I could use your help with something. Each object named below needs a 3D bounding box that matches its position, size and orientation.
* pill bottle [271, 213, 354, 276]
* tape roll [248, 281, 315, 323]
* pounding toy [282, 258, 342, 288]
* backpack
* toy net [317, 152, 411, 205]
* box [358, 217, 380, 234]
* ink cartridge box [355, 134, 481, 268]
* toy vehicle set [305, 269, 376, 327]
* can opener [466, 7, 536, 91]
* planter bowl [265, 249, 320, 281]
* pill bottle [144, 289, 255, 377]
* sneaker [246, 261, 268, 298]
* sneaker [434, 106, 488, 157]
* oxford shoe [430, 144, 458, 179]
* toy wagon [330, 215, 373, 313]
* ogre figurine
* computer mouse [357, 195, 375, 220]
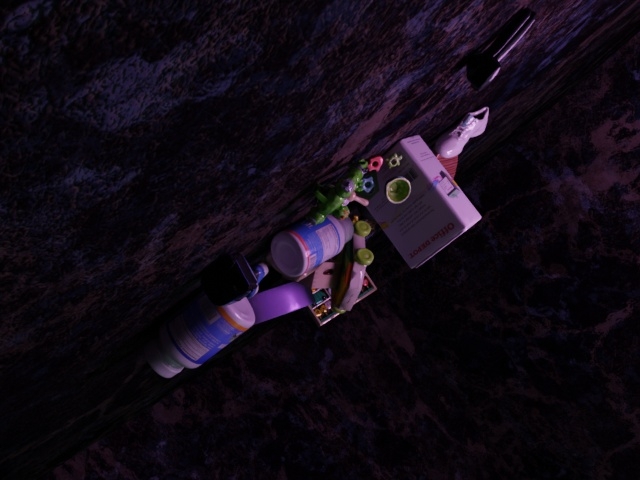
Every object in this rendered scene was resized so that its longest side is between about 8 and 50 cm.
[{"bbox_3d":[-0.014,0.000,1.653,0.221,0.124,0.124,-28,168,-44],"label":"pill bottle"},{"bbox_3d":[-0.158,0.204,2.036,0.274,0.090,0.275,-18,176,-1],"label":"tape roll"},{"bbox_3d":[-0.036,0.077,1.958,0.181,0.206,0.094,4,101,-51],"label":"pounding toy"},{"bbox_3d":[-0.211,0.096,1.460,0.114,0.105,0.084,-33,172,17],"label":"backpack"},{"bbox_3d":[0.104,-0.130,1.525,0.232,0.122,0.045,-17,-150,-12],"label":"toy net"},{"bbox_3d":[0.055,0.040,2.309,0.295,0.073,0.293,-31,169,-28],"label":"box"},{"bbox_3d":[0.247,-0.099,1.630,0.201,0.278,0.117,-42,169,37],"label":"ink cartridge box"},{"bbox_3d":[0.055,0.175,2.258,0.266,0.166,0.035,-30,170,-26],"label":"toy vehicle set"},{"bbox_3d":[0.372,-0.395,1.291,0.186,0.073,0.059,-50,158,23],"label":"can opener"},{"bbox_3d":[-0.060,0.047,1.777,0.162,0.109,0.162,-36,172,-6],"label":"planter bowl"},{"bbox_3d":[-0.316,0.233,1.616,0.272,0.152,0.152,-38,171,10],"label":"pill bottle"},{"bbox_3d":[-0.209,0.128,1.776,0.084,0.058,0.152,-36,169,-46],"label":"sneaker"},{"bbox_3d":[0.412,-0.323,1.818,0.212,0.080,0.094,-40,162,-27],"label":"sneaker"},{"bbox_3d":[0.316,-0.179,2.043,0.140,0.147,0.397,-11,140,-33],"label":"oxford shoe"},{"bbox_3d":[0.088,0.056,2.004,0.068,0.345,0.267,11,135,-12],"label":"toy wagon"},{"bbox_3d":[0.027,-0.097,1.429,0.196,0.097,0.118,-24,-165,21],"label":"ogre figurine"},{"bbox_3d":[0.205,-0.077,1.911,0.262,0.183,0.060,1,108,-76],"label":"computer mouse"}]
